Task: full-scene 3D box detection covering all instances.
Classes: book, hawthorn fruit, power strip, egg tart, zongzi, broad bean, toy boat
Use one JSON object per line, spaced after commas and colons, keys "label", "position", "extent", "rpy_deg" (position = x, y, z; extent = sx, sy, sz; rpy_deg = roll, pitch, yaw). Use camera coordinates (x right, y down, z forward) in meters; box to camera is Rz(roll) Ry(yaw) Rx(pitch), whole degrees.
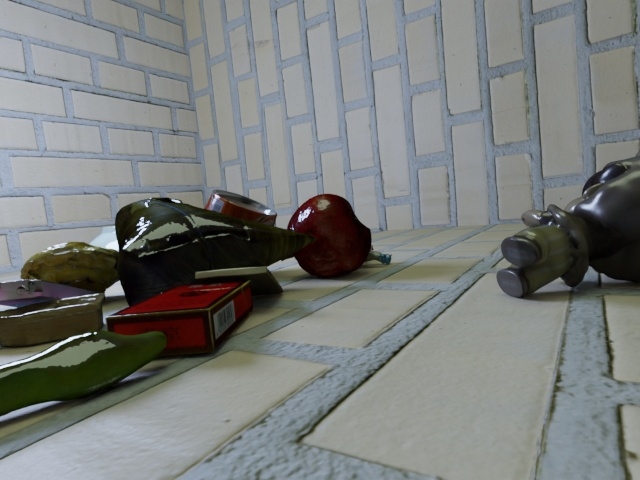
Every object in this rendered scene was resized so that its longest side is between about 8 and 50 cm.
{"label": "book", "position": [-0.159, 0.090, 0.866], "extent": [0.139, 0.016, 0.198], "rpy_deg": [-5, -19, 2]}
{"label": "hawthorn fruit", "position": [0.000, 0.000, 1.133], "extent": [0.266, 0.230, 0.210], "rpy_deg": [-28, 28, 34]}
{"label": "power strip", "position": [-0.581, 0.121, 0.888], "extent": [0.109, 0.037, 0.279], "rpy_deg": [-7, -12, -6]}
{"label": "egg tart", "position": [-0.614, 0.094, 1.054], "extent": [0.241, 0.105, 0.241], "rpy_deg": [-15, -28, -8]}
{"label": "zongzi", "position": [-0.281, -0.015, 1.051], "extent": [0.432, 0.207, 0.403], "rpy_deg": [-15, 27, -23]}
{"label": "broad bean", "position": [-0.316, 0.157, 0.447], "extent": [0.075, 0.067, 0.325], "rpy_deg": [-2, 10, 43]}
{"label": "toy boat", "position": [-0.500, 0.148, 0.767], "extent": [0.188, 0.061, 0.116], "rpy_deg": [-7, 6, -22]}

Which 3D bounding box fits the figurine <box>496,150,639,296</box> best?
{"label": "figurine", "position": [0.492, -0.017, 0.727], "extent": [0.381, 0.248, 0.203], "rpy_deg": [-19, 12, -7]}

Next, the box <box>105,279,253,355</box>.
{"label": "box", "position": [-0.213, 0.120, 0.689], "extent": [0.153, 0.074, 0.240], "rpy_deg": [-9, 3, 5]}

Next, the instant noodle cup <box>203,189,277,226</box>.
{"label": "instant noodle cup", "position": [-0.250, -0.024, 1.214], "extent": [0.251, 0.192, 0.250], "rpy_deg": [22, 11, -5]}

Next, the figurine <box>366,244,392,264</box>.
{"label": "figurine", "position": [0.100, 0.025, 1.292], "extent": [0.260, 0.102, 0.205], "rpy_deg": [9, 14, 32]}

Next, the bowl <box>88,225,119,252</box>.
{"label": "bowl", "position": [-0.774, 0.033, 1.694], "extent": [0.435, 0.195, 0.435], "rpy_deg": [-6, 5, 1]}
